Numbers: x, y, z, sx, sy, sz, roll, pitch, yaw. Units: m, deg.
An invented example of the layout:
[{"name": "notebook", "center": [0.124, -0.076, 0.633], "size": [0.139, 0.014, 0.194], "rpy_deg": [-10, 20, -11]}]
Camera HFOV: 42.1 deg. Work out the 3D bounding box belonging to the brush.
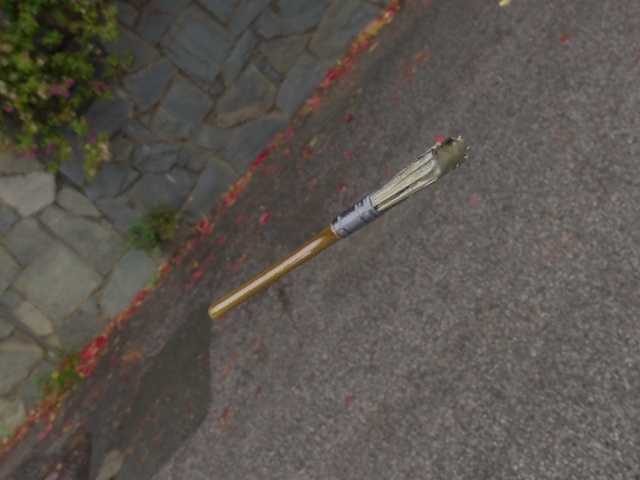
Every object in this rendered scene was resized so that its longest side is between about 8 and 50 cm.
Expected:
[{"name": "brush", "center": [0.000, 0.000, 0.406], "size": [0.170, 0.014, 0.043], "rpy_deg": [-33, -2, 34]}]
